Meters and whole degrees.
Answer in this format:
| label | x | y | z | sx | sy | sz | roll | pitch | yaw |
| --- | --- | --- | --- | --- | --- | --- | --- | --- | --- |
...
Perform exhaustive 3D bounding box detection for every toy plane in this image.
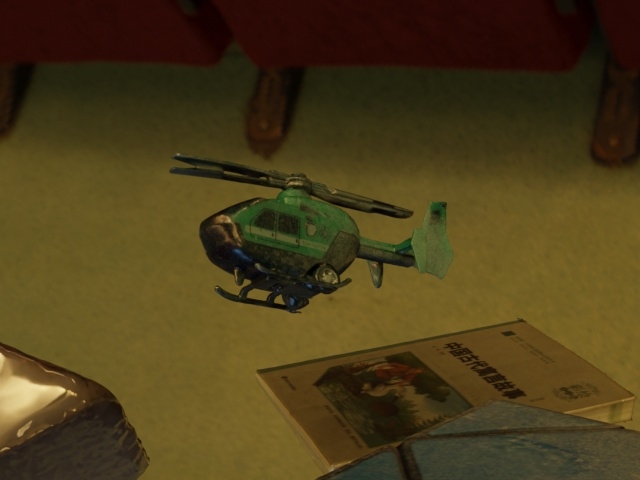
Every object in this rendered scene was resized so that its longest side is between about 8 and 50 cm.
| label | x | y | z | sx | sy | sz | roll | pitch | yaw |
| --- | --- | --- | --- | --- | --- | --- | --- | --- | --- |
| toy plane | 0.000 | 0.000 | 0.906 | 0.060 | 0.235 | 0.096 | -31 | 54 | 51 |

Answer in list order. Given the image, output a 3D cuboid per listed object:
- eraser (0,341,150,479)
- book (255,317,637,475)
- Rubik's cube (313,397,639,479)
| label | x | y | z | sx | sy | sz | roll | pitch | yaw |
| --- | --- | --- | --- | --- | --- | --- | --- | --- | --- |
| eraser | -0.247 | 0.044 | 0.520 | 0.352 | 0.111 | 0.077 | 20 | 66 | 11 |
| book | 0.104 | 0.136 | 1.152 | 0.282 | 0.025 | 0.215 | -10 | 20 | -19 |
| Rubik's cube | 0.117 | 0.218 | 0.669 | 0.205 | 0.205 | 0.207 | 11 | 106 | 40 |
